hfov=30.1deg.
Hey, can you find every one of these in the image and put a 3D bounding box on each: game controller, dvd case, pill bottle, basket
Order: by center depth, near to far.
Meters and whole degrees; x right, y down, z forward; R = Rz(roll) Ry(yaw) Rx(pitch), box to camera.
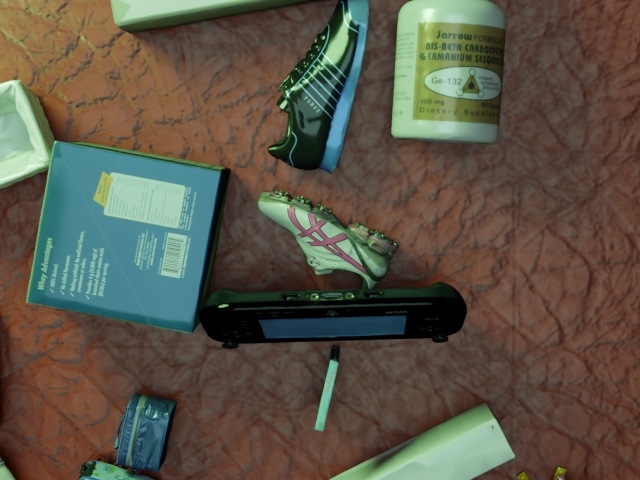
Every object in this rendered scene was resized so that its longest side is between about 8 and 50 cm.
[{"bbox_3d":[0.157,-0.233,1.435,0.131,0.131,0.229,3,94,1],"label":"pill bottle"},{"bbox_3d":[0.016,0.093,1.444,0.319,0.166,0.067,-2,81,2],"label":"game controller"},{"bbox_3d":[-0.416,-0.116,1.466,0.167,0.103,0.113,-20,93,2],"label":"basket"},{"bbox_3d":[0.009,0.181,1.472,0.013,0.119,0.087,13,93,0],"label":"dvd case"}]

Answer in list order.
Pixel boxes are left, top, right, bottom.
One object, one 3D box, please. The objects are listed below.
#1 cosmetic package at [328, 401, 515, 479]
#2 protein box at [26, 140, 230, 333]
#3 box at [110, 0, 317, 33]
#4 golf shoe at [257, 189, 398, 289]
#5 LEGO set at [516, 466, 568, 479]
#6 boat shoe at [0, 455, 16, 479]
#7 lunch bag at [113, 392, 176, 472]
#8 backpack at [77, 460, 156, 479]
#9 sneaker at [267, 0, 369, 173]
[{"bbox_3d":[0.120,0.290,1.489,0.239,0.099,0.060,-27,93,3],"label":"cosmetic package"},{"bbox_3d":[-0.230,-0.008,1.454,0.201,0.136,0.200,11,94,0],"label":"protein box"},{"bbox_3d":[-0.119,-0.332,1.451,0.275,0.094,0.113,-8,94,2],"label":"box"},{"bbox_3d":[0.000,0.000,1.486,0.186,0.067,0.086,26,95,-1],"label":"golf shoe"},{"bbox_3d":[0.285,0.361,1.487,0.287,0.107,0.132,-2,94,1],"label":"LEGO set"},{"bbox_3d":[-0.500,0.375,1.511,0.267,0.096,0.088,-37,88,-5],"label":"boat shoe"},{"bbox_3d":[-0.226,0.246,1.506,0.065,0.067,0.098,13,95,0],"label":"lunch bag"},{"bbox_3d":[-0.259,0.346,1.503,0.114,0.084,0.105,15,107,-8],"label":"backpack"},{"bbox_3d":[-0.002,-0.201,1.464,0.090,0.081,0.232,12,95,-7],"label":"sneaker"}]
